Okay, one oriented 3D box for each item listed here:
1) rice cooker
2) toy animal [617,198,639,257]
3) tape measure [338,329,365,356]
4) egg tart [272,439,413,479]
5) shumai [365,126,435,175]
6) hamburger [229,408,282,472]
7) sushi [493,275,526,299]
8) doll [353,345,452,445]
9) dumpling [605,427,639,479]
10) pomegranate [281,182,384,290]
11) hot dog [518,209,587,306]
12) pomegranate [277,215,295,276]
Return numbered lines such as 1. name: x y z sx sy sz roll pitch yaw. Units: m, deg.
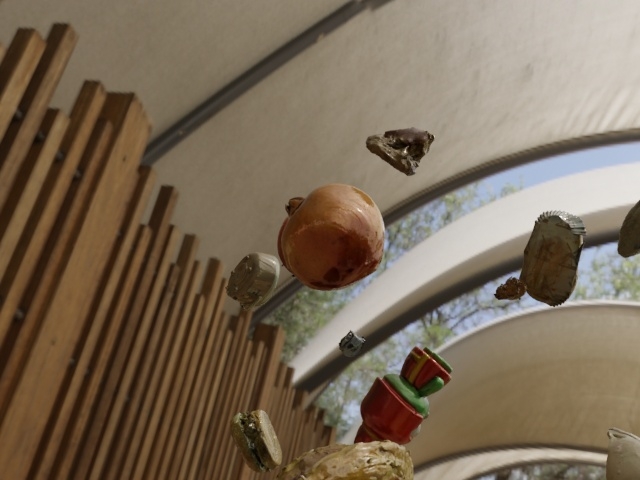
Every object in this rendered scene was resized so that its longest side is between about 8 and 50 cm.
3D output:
1. rice cooker: -0.215 0.127 2.315 0.127 0.145 0.206 26 -59 -33
2. toy animal: 0.685 -0.072 1.452 0.079 0.253 0.070 28 13 -45
3. tape measure: 0.116 0.385 2.673 0.091 0.094 0.054 29 13 -32
4. egg tart: 0.007 0.449 1.188 0.150 0.352 0.352 39 -2 43
5. shumai: 0.160 -0.194 1.468 0.123 0.105 0.139 35 -6 -1
6. hamburger: -0.204 0.649 2.295 0.122 0.215 0.189 -24 4 -1
7. sushi: 0.517 0.134 1.961 0.060 0.062 0.118 7 -37 -23
8. doll: 0.193 0.438 1.875 0.160 0.363 0.182 33 1 -24
9. dumpling: 0.860 0.643 1.846 0.260 0.181 0.341 44 -11 -14
10. pomegranate: 0.022 0.001 1.364 0.209 0.209 0.209 11 -24 5
11. hot dog: 0.651 0.050 2.015 0.162 0.271 0.081 19 15 35
12. pomegranate: 0.000 0.000 1.881 0.235 0.210 0.210 -29 -26 -15
